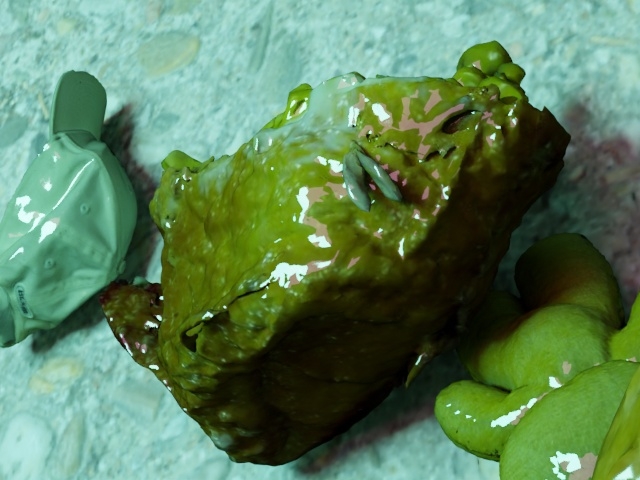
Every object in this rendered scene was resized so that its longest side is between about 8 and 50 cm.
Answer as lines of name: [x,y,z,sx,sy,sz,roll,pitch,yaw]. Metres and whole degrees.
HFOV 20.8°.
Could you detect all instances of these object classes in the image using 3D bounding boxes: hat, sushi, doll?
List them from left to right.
hat: [-0.154,-0.020,1.083,0.122,0.081,0.166,111,170,-47]
sushi: [0.003,-0.001,0.857,0.296,0.166,0.179,124,148,-55]
doll: [0.124,0.075,0.788,0.137,0.097,0.209,-25,30,6]

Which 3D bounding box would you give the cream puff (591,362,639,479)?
cream puff: [0.249,0.116,0.544,0.327,0.231,0.343,38,100,50]
